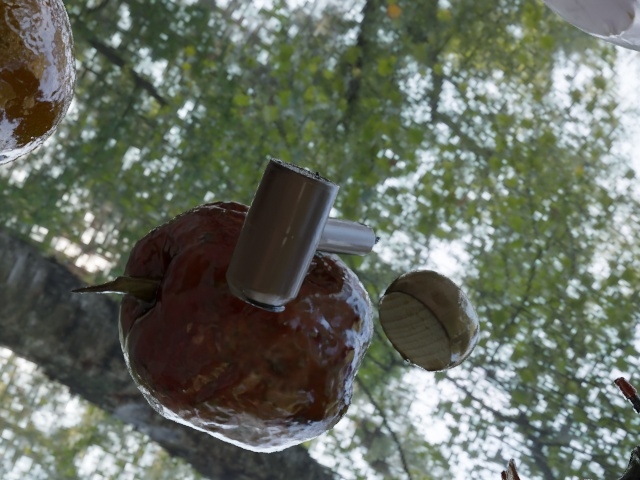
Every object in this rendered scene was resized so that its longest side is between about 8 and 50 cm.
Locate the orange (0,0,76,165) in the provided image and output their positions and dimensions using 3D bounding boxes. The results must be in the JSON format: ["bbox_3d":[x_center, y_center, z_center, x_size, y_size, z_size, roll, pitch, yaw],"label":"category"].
[{"bbox_3d":[-0.298,-0.156,0.808,0.206,0.206,0.206,-36,-141,36],"label":"orange"}]

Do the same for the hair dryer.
[{"bbox_3d":[0.000,0.000,0.847,0.064,0.181,0.117,26,-80,32],"label":"hair dryer"}]

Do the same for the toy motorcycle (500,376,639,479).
[{"bbox_3d":[0.346,0.319,1.195,0.325,0.221,0.148,-38,-169,10],"label":"toy motorcycle"}]

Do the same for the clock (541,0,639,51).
[{"bbox_3d":[0.231,-0.267,0.448,0.376,0.250,0.368,-37,-173,5],"label":"clock"}]

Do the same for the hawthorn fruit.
[{"bbox_3d":[-0.077,0.086,1.007,0.258,0.262,0.258,-21,-152,12],"label":"hawthorn fruit"}]

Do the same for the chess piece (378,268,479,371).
[{"bbox_3d":[0.085,0.063,0.773,0.038,0.084,0.083,-34,-166,-35],"label":"chess piece"}]
